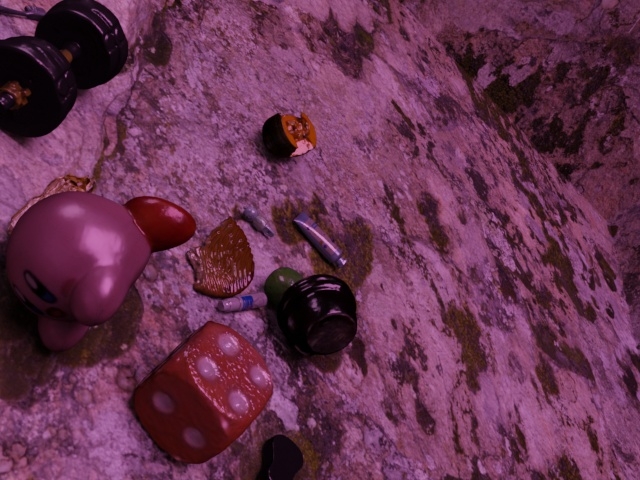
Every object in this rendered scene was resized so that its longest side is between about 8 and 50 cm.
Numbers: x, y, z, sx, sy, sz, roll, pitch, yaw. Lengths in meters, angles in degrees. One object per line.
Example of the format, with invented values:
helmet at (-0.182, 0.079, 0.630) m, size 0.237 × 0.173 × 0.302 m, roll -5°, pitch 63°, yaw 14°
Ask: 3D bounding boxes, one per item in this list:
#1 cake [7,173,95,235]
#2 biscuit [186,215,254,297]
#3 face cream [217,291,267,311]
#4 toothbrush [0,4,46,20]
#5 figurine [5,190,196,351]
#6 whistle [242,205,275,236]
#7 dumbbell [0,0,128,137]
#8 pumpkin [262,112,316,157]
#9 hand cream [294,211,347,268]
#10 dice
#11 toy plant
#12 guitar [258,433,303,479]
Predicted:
cake at (-0.491, -0.052, 1.386) m, size 0.079 × 0.116 × 0.185 m, roll 39°, pitch 67°, yaw -16°
biscuit at (-0.212, 0.030, 1.669) m, size 0.176 × 0.031 × 0.229 m, roll 26°, pitch 43°, yaw -39°
face cream at (-0.167, 0.132, 1.631) m, size 0.130 × 0.034 × 0.034 m, roll -3°, pitch 63°, yaw -53°
toothbrush at (-0.682, -0.475, 1.534) m, size 0.321 × 0.023 × 0.031 m, roll -7°, pitch 60°, yaw -55°
figurine at (-0.392, 0.018, 1.265) m, size 0.211 × 0.269 × 0.261 m, roll 48°, pitch 44°, yaw -11°
whistle at (-0.146, -0.045, 1.817) m, size 0.100 × 0.035 × 0.035 m, roll 45°, pitch 34°, yaw -16°
dumbbell at (-0.510, -0.339, 1.482) m, size 0.185 × 0.185 × 0.388 m, roll 44°, pitch 34°, yaw -16°
pumpkin at (-0.093, -0.274, 2.026) m, size 0.183 × 0.107 × 0.119 m, roll -10°, pitch 76°, yaw -63°
hand cream at (0.000, 0.000, 1.957) m, size 0.171 × 0.043 × 0.065 m, roll 47°, pitch 28°, yaw -4°
dice at (-0.205, 0.261, 1.336) m, size 0.179 × 0.175 × 0.174 m, roll 51°, pitch 34°, yaw -7°
toy plant at (-0.012, 0.143, 1.712) m, size 0.218 × 0.176 × 0.235 m, roll 20°, pitch 20°, yaw -33°
guitar at (-0.095, 0.474, 1.410) m, size 0.084 × 0.038 × 0.271 m, roll 43°, pitch 34°, yaw -15°
